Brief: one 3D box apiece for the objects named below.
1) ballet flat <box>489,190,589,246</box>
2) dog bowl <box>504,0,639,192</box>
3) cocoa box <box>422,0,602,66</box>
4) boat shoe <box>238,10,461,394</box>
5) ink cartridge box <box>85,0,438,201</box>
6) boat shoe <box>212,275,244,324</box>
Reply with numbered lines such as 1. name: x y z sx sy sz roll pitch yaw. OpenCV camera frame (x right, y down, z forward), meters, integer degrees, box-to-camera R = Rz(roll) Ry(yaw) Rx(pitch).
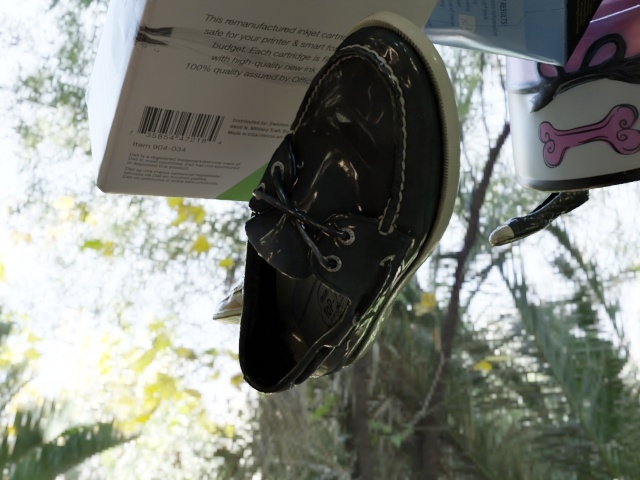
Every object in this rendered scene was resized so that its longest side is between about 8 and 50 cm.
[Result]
1. ballet flat: 0.280 -0.039 1.282 0.173 0.049 0.057 -29 2 -26
2. dog bowl: 0.374 -0.195 1.016 0.408 0.408 0.150 -17 -79 27
3. cocoa box: 0.129 -0.355 0.797 0.231 0.228 0.347 16 -36 26
4. boat shoe: -0.003 -0.002 0.698 0.113 0.127 0.340 -30 -23 -33
5. ink cartridge box: -0.048 -0.156 0.731 0.198 0.115 0.273 3 -39 -24
6. boat shoe: -0.060 0.054 0.973 0.050 0.045 0.135 14 -23 -39
